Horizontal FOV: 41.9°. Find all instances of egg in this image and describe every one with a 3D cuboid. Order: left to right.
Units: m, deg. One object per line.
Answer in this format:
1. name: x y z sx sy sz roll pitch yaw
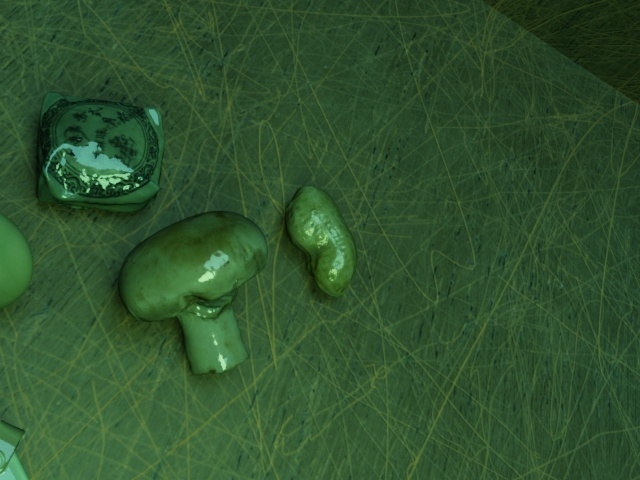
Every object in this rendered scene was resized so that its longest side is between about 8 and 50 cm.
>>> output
1. egg: -0.607 0.023 1.416 0.241 0.186 0.186 30 52 -8

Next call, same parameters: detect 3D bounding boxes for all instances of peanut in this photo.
1. peanut: 0.000 0.000 1.813 0.137 0.122 0.253 -23 80 -37

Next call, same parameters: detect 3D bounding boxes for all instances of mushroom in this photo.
1. mushroom: -0.211 0.100 1.557 0.292 0.292 0.290 -25 93 -37

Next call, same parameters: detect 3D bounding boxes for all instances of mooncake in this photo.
1. mooncake: -0.435 -0.177 1.666 0.250 0.136 0.254 6 59 -22

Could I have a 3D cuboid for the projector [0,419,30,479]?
1. projector: -0.547 0.375 1.256 0.242 0.163 0.177 -26 78 -35
